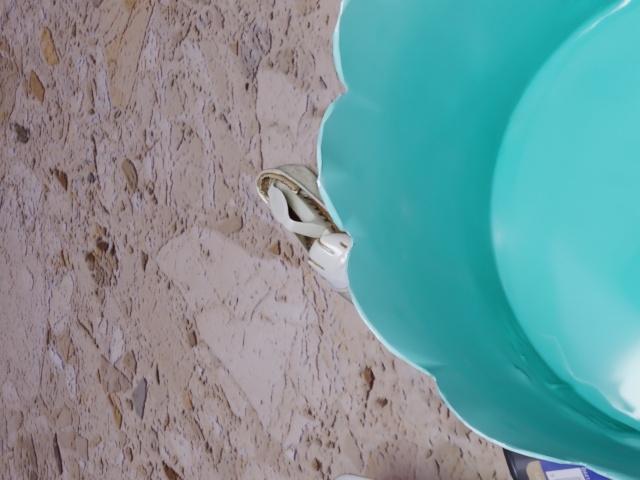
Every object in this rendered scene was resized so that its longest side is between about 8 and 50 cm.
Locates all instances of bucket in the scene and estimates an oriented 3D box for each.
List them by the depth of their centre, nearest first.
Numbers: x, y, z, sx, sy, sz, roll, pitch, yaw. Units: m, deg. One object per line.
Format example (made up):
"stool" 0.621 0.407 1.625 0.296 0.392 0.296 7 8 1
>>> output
"bucket" 0.157 -0.036 0.412 0.281 0.183 0.281 -4 78 22

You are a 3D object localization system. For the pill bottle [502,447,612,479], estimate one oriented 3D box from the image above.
"pill bottle" 0.212 0.088 0.562 0.219 0.122 0.123 -20 74 45

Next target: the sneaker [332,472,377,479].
"sneaker" 0.129 0.245 0.603 0.350 0.131 0.148 4 69 44

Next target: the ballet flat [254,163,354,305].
"ballet flat" 0.000 0.000 0.843 0.168 0.052 0.057 49 122 36
